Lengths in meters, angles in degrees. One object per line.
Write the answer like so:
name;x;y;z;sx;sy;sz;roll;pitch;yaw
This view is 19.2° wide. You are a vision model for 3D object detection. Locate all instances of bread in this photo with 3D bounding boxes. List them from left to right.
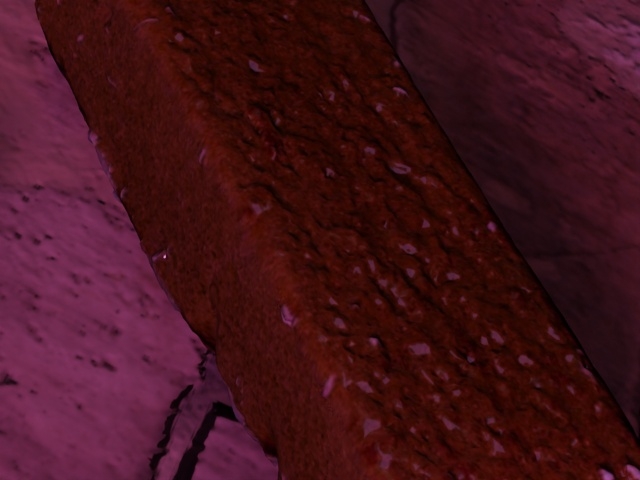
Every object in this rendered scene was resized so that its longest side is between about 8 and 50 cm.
bread;0.000;0.000;0.949;0.165;0.113;0.416;-5;53;-34
